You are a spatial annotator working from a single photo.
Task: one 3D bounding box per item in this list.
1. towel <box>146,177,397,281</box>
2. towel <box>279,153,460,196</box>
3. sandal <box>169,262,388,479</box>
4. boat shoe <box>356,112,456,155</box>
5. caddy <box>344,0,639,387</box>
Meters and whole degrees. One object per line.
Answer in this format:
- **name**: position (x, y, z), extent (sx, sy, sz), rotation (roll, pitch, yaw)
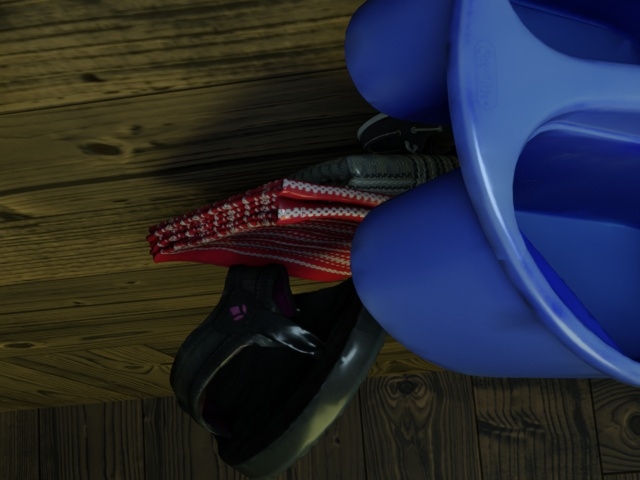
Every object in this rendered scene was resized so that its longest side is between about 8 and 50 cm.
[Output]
- **towel**: position (0.000, 0.000, 0.822), extent (0.199, 0.031, 0.275), rotation (7, 171, -26)
- **towel**: position (0.105, -0.019, 0.906), extent (0.312, 0.056, 0.324), rotation (1, 175, -20)
- **sandal**: position (-0.069, 0.093, 0.884), extent (0.107, 0.167, 0.446), rotation (33, 164, -13)
- **boat shoe**: position (0.083, -0.078, 0.787), extent (0.125, 0.038, 0.046), rotation (-12, 164, 29)
- **caddy**: position (0.173, -0.044, 0.542), extent (0.341, 0.241, 0.179), rotation (5, 168, -34)
